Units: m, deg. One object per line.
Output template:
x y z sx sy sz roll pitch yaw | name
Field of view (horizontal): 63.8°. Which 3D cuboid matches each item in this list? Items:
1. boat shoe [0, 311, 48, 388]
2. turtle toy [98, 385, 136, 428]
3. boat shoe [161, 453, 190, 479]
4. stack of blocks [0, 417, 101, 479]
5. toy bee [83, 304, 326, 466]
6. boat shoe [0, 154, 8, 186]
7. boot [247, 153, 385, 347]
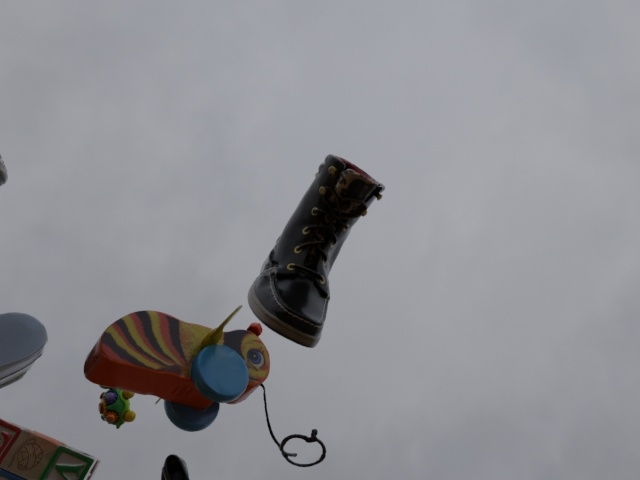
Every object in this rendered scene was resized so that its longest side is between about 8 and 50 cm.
-0.612 0.227 0.767 0.136 0.367 0.156 45 -57 15 | boat shoe
-0.454 0.349 1.133 0.066 0.130 0.095 1 -13 -37 | turtle toy
-0.290 0.533 1.038 0.075 0.206 0.065 -11 -46 -15 | boat shoe
-0.351 0.359 0.535 0.171 0.297 0.087 26 -28 -5 | stack of blocks
-0.138 0.165 0.667 0.195 0.162 0.298 -27 -59 20 | toy bee
-0.522 -0.155 0.585 0.116 0.123 0.324 -37 -49 -6 | boat shoe
0.000 0.000 0.932 0.138 0.377 0.284 30 -77 -9 | boot
